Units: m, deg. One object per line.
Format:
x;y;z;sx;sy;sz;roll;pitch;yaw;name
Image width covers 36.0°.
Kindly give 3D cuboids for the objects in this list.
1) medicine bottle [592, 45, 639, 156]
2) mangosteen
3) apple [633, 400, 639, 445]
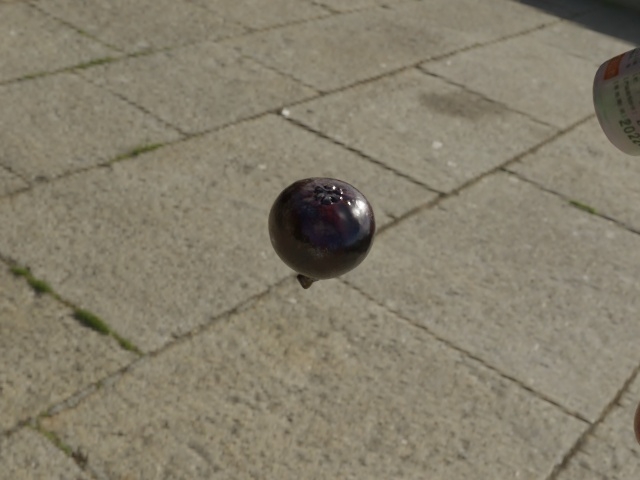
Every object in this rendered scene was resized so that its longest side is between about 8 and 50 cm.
0.749;-0.313;1.923;0.219;0.219;0.388;-15;-1;-41;medicine bottle
0.000;0.000;2.109;0.236;0.261;0.235;6;38;-5;mangosteen
0.567;0.285;1.522;0.163;0.139;0.163;37;-5;4;apple
